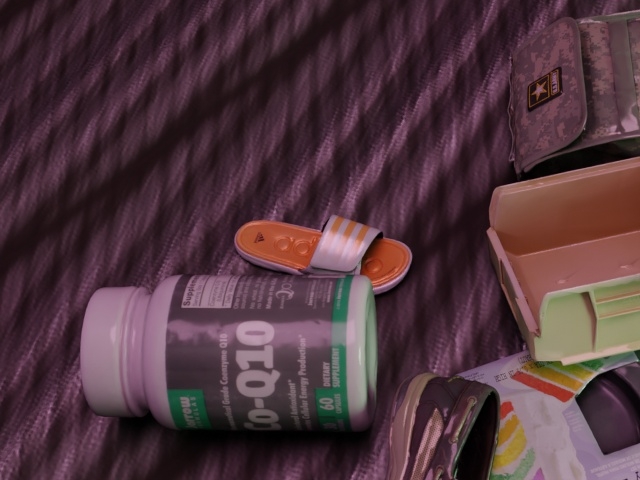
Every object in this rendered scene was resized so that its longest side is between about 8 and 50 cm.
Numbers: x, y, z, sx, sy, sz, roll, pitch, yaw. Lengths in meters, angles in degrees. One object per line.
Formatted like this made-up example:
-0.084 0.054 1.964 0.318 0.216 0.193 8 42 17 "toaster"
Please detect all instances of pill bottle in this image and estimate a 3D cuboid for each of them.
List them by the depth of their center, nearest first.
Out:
-0.112 0.145 1.653 0.361 0.204 0.204 -1 54 8 "pill bottle"

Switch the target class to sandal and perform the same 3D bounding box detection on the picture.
-0.004 0.008 1.814 0.265 0.076 0.102 10 57 15 "sandal"

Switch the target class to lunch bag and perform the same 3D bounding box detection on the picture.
0.411 -0.201 1.854 0.287 0.169 0.235 -6 57 13 "lunch bag"

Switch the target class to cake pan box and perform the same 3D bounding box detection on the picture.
0.312 0.247 1.604 0.267 0.070 0.245 -17 56 -4 "cake pan box"

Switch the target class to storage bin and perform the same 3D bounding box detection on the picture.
0.371 0.021 1.673 0.260 0.123 0.262 -12 33 -1 "storage bin"

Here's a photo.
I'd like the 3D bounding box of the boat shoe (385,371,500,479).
0.145 0.321 1.490 0.130 0.132 0.355 -9 65 34 "boat shoe"
